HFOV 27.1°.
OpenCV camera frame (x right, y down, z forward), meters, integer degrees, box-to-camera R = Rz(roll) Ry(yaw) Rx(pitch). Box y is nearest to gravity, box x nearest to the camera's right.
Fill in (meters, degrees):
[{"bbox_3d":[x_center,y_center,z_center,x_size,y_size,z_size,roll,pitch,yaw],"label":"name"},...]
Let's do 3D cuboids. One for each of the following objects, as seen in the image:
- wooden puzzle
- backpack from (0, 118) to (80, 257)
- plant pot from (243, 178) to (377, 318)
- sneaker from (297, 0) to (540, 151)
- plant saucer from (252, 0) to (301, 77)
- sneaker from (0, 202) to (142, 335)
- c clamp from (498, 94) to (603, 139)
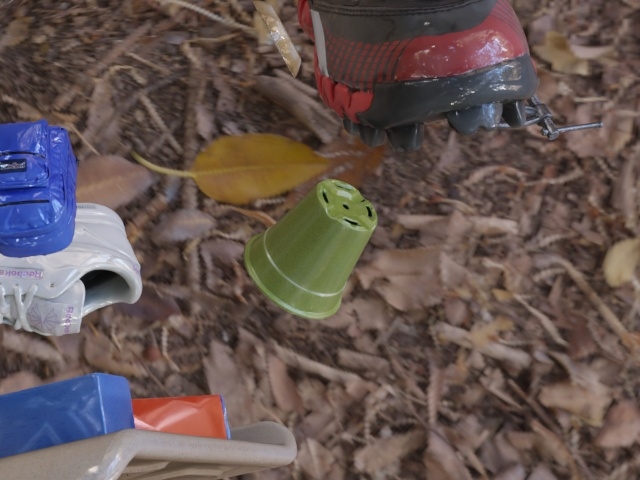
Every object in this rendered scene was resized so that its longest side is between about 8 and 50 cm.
[{"bbox_3d":[-0.216,0.154,0.912,0.322,0.348,0.080,-14,81,14],"label":"wooden puzzle"},{"bbox_3d":[-0.288,-0.049,1.273,0.098,0.101,0.120,-7,64,3],"label":"backpack"},{"bbox_3d":[0.000,0.000,0.955,0.083,0.083,0.079,27,123,-17],"label":"plant pot"},{"bbox_3d":[0.036,-0.137,0.655,0.097,0.276,0.135,-9,116,-4],"label":"sneaker"},{"bbox_3d":[-0.038,-0.194,1.255,0.015,0.083,0.083,-28,105,4],"label":"plant saucer"},{"bbox_3d":[-0.338,0.040,1.448,0.305,0.152,0.114,-12,136,-26],"label":"sneaker"},{"bbox_3d":[0.176,-0.154,1.281,0.137,0.022,0.161,-13,58,-28],"label":"c clamp"}]
